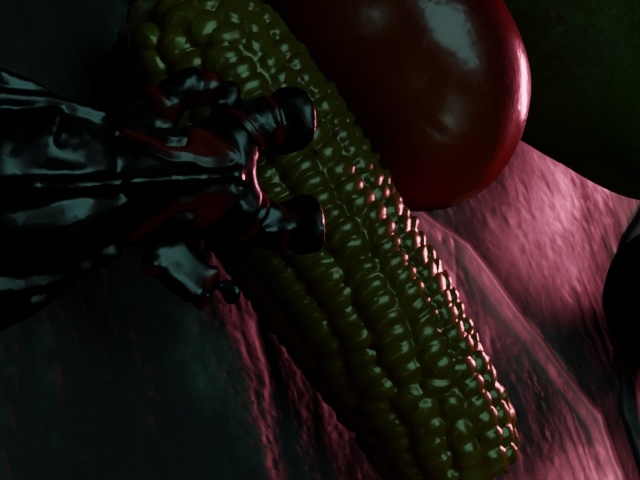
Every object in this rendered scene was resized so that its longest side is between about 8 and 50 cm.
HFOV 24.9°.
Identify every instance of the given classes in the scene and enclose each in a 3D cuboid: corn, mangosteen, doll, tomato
[{"bbox_3d":[0.000,0.000,0.861,0.363,0.120,0.120,55,37,-9],"label":"corn"},{"bbox_3d":[0.292,0.061,1.162,0.137,0.137,0.151,-38,130,-53],"label":"mangosteen"},{"bbox_3d":[-0.118,-0.023,0.728,0.248,0.088,0.127,-10,63,-25],"label":"doll"},{"bbox_3d":[0.052,-0.115,0.943,0.136,0.195,0.195,-41,101,-12],"label":"tomato"}]

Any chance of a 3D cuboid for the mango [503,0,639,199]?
[{"bbox_3d":[0.187,-0.170,1.128,0.382,0.201,0.225,47,15,-32],"label":"mango"}]
